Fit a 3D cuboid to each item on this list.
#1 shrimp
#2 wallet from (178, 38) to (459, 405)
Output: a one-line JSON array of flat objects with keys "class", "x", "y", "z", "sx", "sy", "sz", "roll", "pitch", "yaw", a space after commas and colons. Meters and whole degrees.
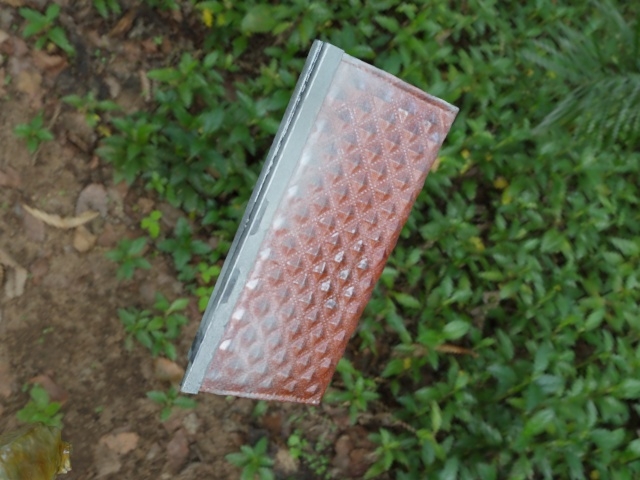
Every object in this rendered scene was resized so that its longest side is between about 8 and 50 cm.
[{"class": "shrimp", "x": -0.213, "y": 0.169, "z": 0.530, "sx": 0.051, "sy": 0.132, "sz": 0.187, "roll": 41, "pitch": 27, "yaw": 6}, {"class": "wallet", "x": 0.000, "y": 0.000, "z": 0.497, "sx": 0.103, "sy": 0.197, "sz": 0.020, "roll": 15, "pitch": 12, "yaw": -37}]
